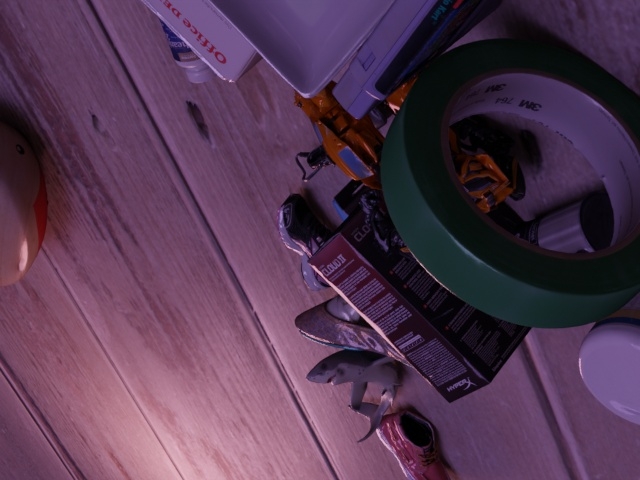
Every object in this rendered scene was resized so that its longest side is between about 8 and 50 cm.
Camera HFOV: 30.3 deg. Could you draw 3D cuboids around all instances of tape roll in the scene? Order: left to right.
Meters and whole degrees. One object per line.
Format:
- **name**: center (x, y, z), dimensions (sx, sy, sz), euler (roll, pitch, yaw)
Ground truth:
- **tape roll**: center (0.225, -0.066, 1.246), dimensions (0.321, 0.321, 0.077), euler (39, 146, 8)

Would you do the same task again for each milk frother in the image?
- **milk frother**: center (0.328, 0.024, 1.456), dimensions (0.143, 0.129, 0.135), euler (10, 160, -30)

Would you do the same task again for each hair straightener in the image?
- **hair straightener**: center (0.020, -0.135, 1.590), dimensions (0.047, 0.089, 0.230), euler (49, 146, -11)

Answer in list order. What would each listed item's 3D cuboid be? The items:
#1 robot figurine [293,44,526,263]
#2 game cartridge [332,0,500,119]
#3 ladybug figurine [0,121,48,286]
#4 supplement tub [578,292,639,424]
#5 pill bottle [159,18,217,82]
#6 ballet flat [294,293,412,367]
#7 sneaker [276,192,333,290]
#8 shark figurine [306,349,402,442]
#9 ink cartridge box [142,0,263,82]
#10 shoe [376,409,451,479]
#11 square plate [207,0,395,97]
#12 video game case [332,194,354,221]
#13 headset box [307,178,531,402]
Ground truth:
- **robot figurine**: center (0.110, -0.111, 1.423), dimensions (0.291, 0.211, 0.085), euler (49, 170, 10)
- **game cartridge**: center (0.156, -0.270, 1.180), dimensions (0.068, 0.230, 0.355), euler (43, 147, 1)
- **ladybug figurine**: center (-0.643, -0.081, 2.269), dimensions (0.305, 0.162, 0.449), euler (40, 145, 5)
- **supplement tub**: center (0.399, 0.101, 1.351), dimensions (0.144, 0.200, 0.144), euler (27, 142, 24)
- **pill bottle**: center (-0.181, -0.285, 1.658), dimensions (0.067, 0.067, 0.120), euler (13, 136, 37)
- **ballet flat**: center (0.098, 0.120, 1.795), dimensions (0.316, 0.107, 0.106), euler (13, 116, 30)
- **sneaker**: center (0.000, 0.000, 1.791), dimensions (0.077, 0.072, 0.178), euler (-1, 135, 32)
- **shark figurine**: center (0.076, 0.209, 1.924), dimensions (0.116, 0.166, 0.278), euler (57, 180, 34)
- **ink cartridge box**: center (-0.101, -0.359, 1.450), dimensions (0.207, 0.117, 0.283), euler (45, 146, -1)
- **shoe**: center (0.171, 0.361, 1.987), dimensions (0.178, 0.063, 0.081), euler (50, 151, -2)
- **square plate**: center (-0.019, -0.391, 1.262), dimensions (0.347, 0.049, 0.344), euler (44, 111, 0)
- **video game case**: center (0.102, -0.019, 1.696), dimensions (0.166, 0.015, 0.119), euler (-6, 123, 49)
- **headset box**: center (0.144, 0.024, 1.517), dimensions (0.293, 0.218, 0.110), euler (44, 148, -2)
